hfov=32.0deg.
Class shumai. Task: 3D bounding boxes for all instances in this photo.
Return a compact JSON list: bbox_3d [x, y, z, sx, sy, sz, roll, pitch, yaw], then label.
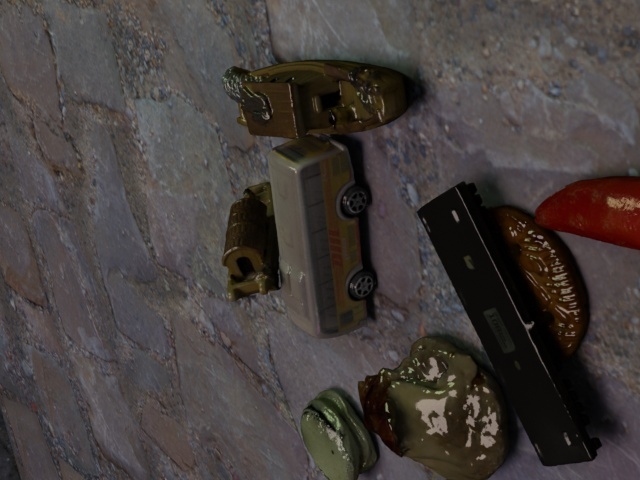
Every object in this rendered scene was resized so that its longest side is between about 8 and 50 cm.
[{"bbox_3d":[0.128,0.215,1.350,0.201,0.120,0.201,36,136,44],"label":"shumai"}]

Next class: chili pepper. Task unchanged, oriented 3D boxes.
[{"bbox_3d":[0.283,-0.023,1.015,0.272,0.063,0.071,12,107,57],"label":"chili pepper"}]

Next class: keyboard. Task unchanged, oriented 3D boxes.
[{"bbox_3d":[0.202,0.090,1.190,0.317,0.027,0.106,65,152,4],"label":"keyboard"}]

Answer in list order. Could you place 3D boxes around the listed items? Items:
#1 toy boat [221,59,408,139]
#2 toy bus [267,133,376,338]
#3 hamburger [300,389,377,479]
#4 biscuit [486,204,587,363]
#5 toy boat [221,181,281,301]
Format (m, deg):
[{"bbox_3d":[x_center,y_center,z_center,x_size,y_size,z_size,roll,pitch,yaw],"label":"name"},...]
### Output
[{"bbox_3d":[-0.017,-0.167,1.319,0.321,0.121,0.089,12,114,54],"label":"toy boat"},{"bbox_3d":[0.000,0.000,1.415,0.092,0.106,0.268,32,136,48],"label":"toy bus"},{"bbox_3d":[0.021,0.289,1.618,0.140,0.062,0.133,49,146,22],"label":"hamburger"},{"bbox_3d":[0.209,0.052,1.205,0.188,0.027,0.188,36,139,40],"label":"biscuit"},{"bbox_3d":[-0.089,-0.006,1.488,0.226,0.068,0.088,-88,-22,-50],"label":"toy boat"}]
